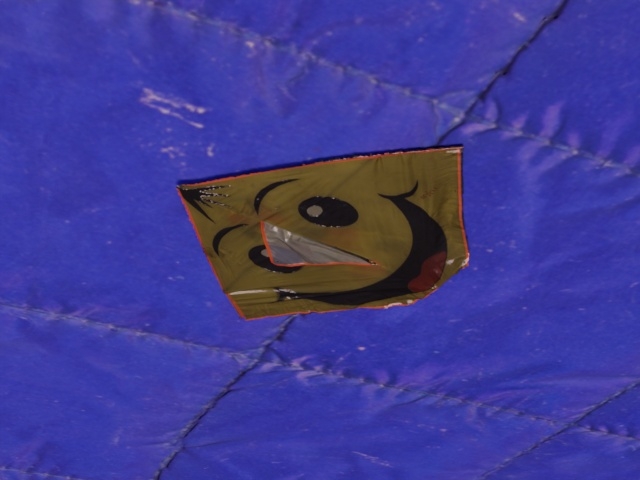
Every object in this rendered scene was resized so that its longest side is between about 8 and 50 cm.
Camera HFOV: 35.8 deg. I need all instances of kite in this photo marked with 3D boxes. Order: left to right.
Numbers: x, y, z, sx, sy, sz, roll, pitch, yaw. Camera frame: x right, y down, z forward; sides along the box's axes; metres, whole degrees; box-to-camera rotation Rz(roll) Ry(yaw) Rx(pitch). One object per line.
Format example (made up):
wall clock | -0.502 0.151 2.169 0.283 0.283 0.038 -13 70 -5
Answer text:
kite | 0.000 -0.002 1.014 0.327 0.013 0.377 20 141 -25
